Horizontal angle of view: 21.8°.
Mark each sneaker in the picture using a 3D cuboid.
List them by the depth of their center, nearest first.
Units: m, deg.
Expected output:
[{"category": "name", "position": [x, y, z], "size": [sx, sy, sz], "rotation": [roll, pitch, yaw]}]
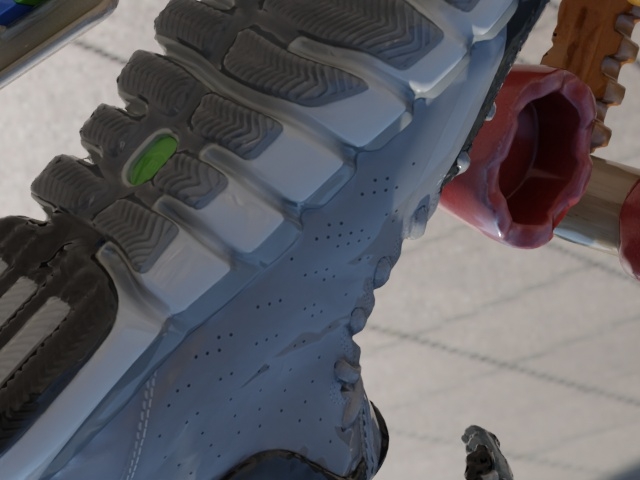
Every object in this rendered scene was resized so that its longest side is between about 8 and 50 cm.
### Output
[{"category": "sneaker", "position": [0.000, 0.000, 0.448], "size": [0.228, 0.086, 0.132], "rotation": [-45, 133, -8]}]

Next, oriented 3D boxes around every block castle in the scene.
[{"category": "block castle", "position": [0.185, -0.206, 0.854], "size": [0.212, 0.453, 0.303], "rotation": [20, -178, 38]}]

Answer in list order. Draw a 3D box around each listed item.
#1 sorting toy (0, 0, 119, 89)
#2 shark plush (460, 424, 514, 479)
[{"category": "sorting toy", "position": [-0.225, -0.185, 1.024], "size": [0.193, 0.208, 0.038], "rotation": [-28, 161, 29]}, {"category": "shark plush", "position": [0.064, 0.095, 0.521], "size": [0.073, 0.067, 0.161], "rotation": [-13, -163, 19]}]
